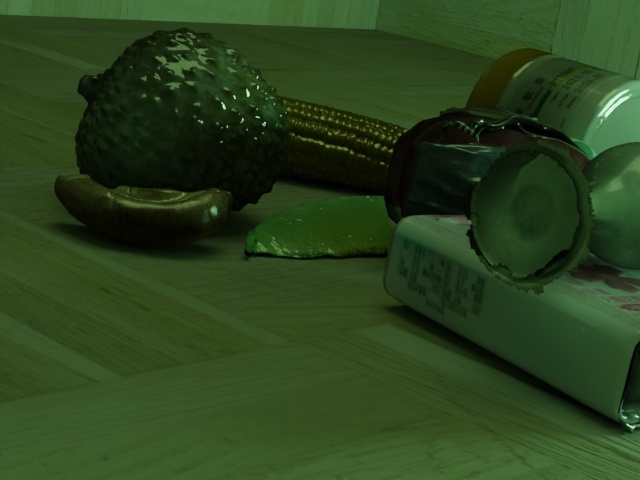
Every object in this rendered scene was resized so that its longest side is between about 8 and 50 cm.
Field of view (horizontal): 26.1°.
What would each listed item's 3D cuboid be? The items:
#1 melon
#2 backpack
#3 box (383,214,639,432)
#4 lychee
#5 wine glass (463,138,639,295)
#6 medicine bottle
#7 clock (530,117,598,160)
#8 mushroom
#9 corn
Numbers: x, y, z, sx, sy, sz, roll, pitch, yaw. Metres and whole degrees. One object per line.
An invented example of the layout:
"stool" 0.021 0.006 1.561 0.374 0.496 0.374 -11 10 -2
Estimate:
"melon" 0.000 -0.001 1.699 0.261 0.053 0.114 -10 42 -42
"backpack" 0.247 -0.058 1.718 0.317 0.197 0.283 12 8 -2
"box" 0.248 0.074 1.410 0.190 0.112 0.369 -2 20 -35
"lychee" -0.177 -0.136 1.725 0.274 0.255 0.255 31 11 -11
"wine glass" 0.286 -0.029 1.353 0.143 0.143 0.321 21 16 38
"medicine bottle" 0.367 -0.152 2.072 0.238 0.238 0.232 -4 20 -41
"clock" 0.331 -0.069 1.904 0.066 0.159 0.211 -15 32 -40
"mushroom" -0.208 -0.031 1.592 0.209 0.072 0.094 5 13 -2
"corn" 0.025 -0.138 2.062 0.363 0.120 0.120 14 15 5
